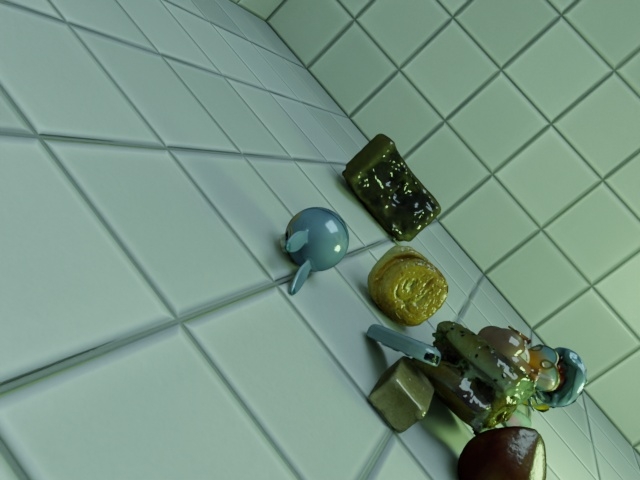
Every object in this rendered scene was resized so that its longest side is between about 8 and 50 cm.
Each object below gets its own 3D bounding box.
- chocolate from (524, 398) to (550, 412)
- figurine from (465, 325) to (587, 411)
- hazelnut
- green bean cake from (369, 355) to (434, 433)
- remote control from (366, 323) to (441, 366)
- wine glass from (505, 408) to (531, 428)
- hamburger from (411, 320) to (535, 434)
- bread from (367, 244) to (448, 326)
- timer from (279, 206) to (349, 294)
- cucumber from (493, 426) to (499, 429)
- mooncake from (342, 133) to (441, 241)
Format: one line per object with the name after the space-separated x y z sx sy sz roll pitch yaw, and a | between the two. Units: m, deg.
0.662 0.483 2.183 0.445 0.162 0.162 24 29 -44 | chocolate
0.553 0.369 1.876 0.388 0.248 0.277 23 25 -30 | figurine
0.415 0.499 1.423 0.208 0.208 0.208 42 18 -17 | hazelnut
0.182 0.337 1.416 0.109 0.085 0.179 48 16 5 | green bean cake
0.195 0.245 1.522 0.087 0.047 0.244 29 -8 -28 | remote control
0.566 0.523 1.958 0.155 0.073 0.073 43 18 -5 | wine glass
0.361 0.339 1.579 0.277 0.195 0.318 42 -5 26 | hamburger
0.249 0.136 1.822 0.236 0.198 0.120 43 0 -15 | bread
-0.041 0.014 1.531 0.255 0.175 0.175 -28 74 -42 | timer
0.532 0.575 1.785 0.187 0.058 0.058 38 20 -31 | cucumber
0.279 -0.197 2.513 0.394 0.246 0.393 55 10 21 | mooncake
